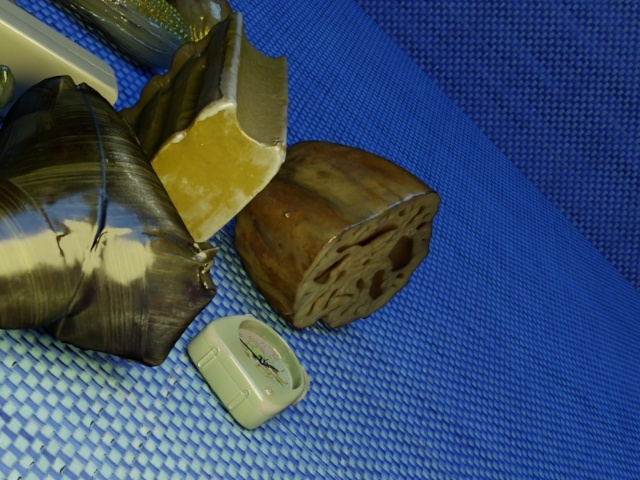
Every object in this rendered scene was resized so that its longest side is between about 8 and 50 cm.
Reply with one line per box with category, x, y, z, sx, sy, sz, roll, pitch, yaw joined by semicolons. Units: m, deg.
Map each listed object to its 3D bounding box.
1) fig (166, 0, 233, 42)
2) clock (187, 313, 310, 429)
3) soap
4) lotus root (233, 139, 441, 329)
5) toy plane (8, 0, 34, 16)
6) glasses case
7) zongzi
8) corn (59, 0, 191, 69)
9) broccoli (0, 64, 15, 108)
fig;-0.223;-0.352;2.247;0.159;0.159;0.257;16;54;-54
clock;-0.087;0.173;1.645;0.151;0.062;0.191;52;21;13
soap;-0.183;-0.143;1.703;0.156;0.293;0.335;42;20;-22
lotus root;0.000;0.000;1.916;0.250;0.316;0.316;37;14;27
toy plane;-0.543;-0.426;1.807;0.262;0.088;0.192;40;14;8
glasses case;-0.431;-0.248;1.623;0.313;0.131;0.070;31;27;-36
zongzi;-0.368;-0.061;1.357;0.432;0.208;0.403;10;38;-44
corn;-0.367;-0.416;2.094;0.305;0.122;0.123;36;67;-22
broccoli;-0.454;-0.201;1.496;0.138;0.162;0.145;16;50;2
